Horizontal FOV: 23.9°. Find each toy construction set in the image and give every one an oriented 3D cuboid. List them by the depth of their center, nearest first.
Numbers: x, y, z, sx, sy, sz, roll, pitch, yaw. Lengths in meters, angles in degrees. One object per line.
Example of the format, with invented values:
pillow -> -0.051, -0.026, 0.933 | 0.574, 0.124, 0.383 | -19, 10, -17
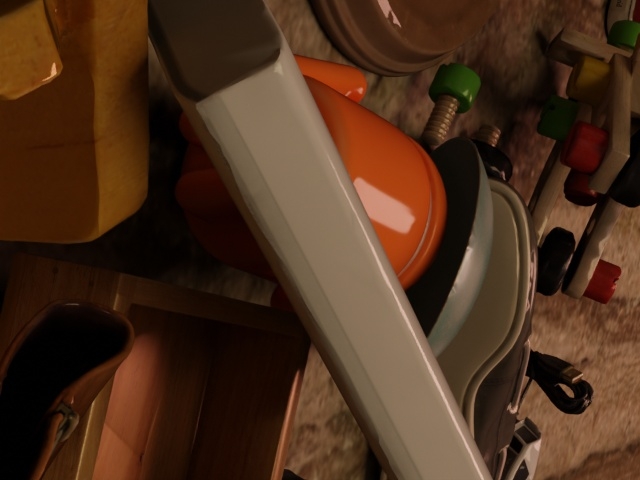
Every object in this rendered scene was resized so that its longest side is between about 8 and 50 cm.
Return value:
toy construction set -> 0.274, -0.087, 1.195 | 0.257, 0.309, 0.237 | 66, 42, -57

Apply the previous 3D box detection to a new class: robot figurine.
robot figurine -> 0.000, -0.030, 0.952 | 0.128, 0.158, 0.219 | -44, 148, 14

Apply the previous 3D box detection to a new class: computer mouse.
computer mouse -> 0.157, 0.184, 1.301 | 0.042, 0.106, 0.193 | 37, 80, -47

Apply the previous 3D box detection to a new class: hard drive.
hard drive -> 0.000, 0.000, 0.716 | 0.047, 0.233, 0.353 | -26, 130, 0

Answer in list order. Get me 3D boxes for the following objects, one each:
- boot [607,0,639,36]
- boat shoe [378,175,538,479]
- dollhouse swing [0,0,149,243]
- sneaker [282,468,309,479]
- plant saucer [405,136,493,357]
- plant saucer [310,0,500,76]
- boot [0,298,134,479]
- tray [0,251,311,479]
boot -> 0.386, -0.152, 1.422 | 0.244, 0.176, 0.088 | 46, 62, -53
boat shoe -> 0.105, 0.100, 1.186 | 0.095, 0.112, 0.335 | -41, 142, -65
dollhouse swing -> -0.230, 0.099, 0.552 | 0.347, 0.315, 0.305 | -37, 120, -43
sneaker -> 0.031, 0.300, 1.069 | 0.109, 0.130, 0.286 | -36, 114, -47
plant saucer -> 0.075, 0.024, 1.043 | 0.037, 0.195, 0.195 | 23, 80, -14
plant saucer -> 0.079, -0.251, 1.064 | 0.278, 0.041, 0.277 | -24, 120, -50
boot -> -0.168, 0.185, 0.562 | 0.280, 0.096, 0.264 | -50, -174, 33
tray -> -0.120, 0.224, 0.797 | 0.203, 0.076, 0.410 | 19, 84, -62
